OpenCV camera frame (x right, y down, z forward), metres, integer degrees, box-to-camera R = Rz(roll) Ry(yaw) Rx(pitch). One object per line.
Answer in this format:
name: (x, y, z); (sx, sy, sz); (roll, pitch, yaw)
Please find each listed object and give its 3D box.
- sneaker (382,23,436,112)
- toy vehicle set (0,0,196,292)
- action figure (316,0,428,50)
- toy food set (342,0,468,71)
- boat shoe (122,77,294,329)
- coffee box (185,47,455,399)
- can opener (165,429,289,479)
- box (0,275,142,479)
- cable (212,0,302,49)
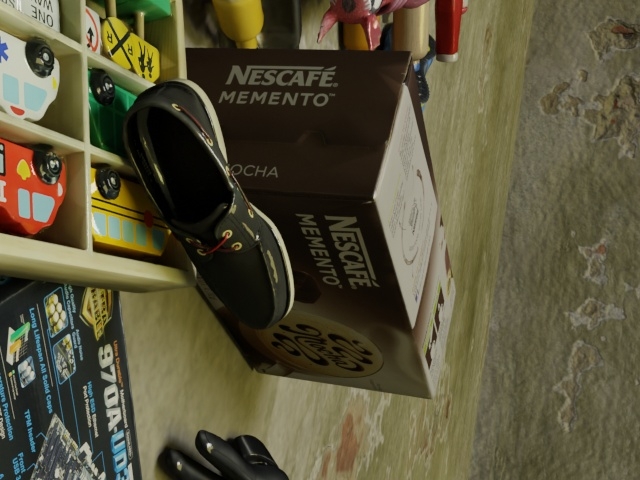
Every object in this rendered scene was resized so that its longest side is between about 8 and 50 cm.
sneaker: (0.094, -0.199, 1.069); (0.082, 0.069, 0.209); (-57, -167, 40)
toy vehicle set: (-0.135, -0.072, 0.349); (0.267, 0.035, 0.166); (19, 64, -67)
action figure: (0.063, -0.334, 0.830); (0.275, 0.248, 0.370); (-13, -130, 65)
toy food set: (0.107, -0.255, 0.991); (0.232, 0.111, 0.105); (-46, 140, -59)
boat shoe: (-0.054, -0.011, 0.415); (0.042, 0.049, 0.133); (-63, 133, -63)
coffee box: (0.000, 0.000, 0.659); (0.297, 0.168, 0.119); (69, 32, -55)
can opener: (-0.074, 0.191, 0.695); (0.059, 0.073, 0.186); (-42, 151, -1)
box: (-0.153, 0.123, 0.418); (0.175, 0.051, 0.220); (-49, 141, -61)
cable: (-0.051, -0.154, 0.685); (0.287, 0.072, 0.139); (90, -2, -55)
